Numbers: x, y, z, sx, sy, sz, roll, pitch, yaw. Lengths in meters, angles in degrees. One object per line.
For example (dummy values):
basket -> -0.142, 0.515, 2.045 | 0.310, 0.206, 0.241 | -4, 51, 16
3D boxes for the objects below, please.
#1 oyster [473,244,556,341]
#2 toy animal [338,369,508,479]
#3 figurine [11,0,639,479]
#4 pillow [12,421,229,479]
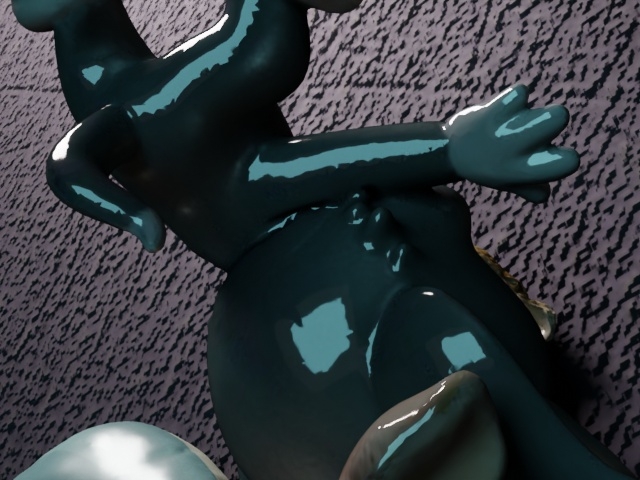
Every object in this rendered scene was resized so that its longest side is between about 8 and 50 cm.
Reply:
oyster -> 0.060, 0.027, 0.536 | 0.093, 0.034, 0.051 | 36, 106, 37
toy animal -> 0.031, 0.184, 0.349 | 0.166, 0.154, 0.250 | -32, 73, 14
figurine -> -0.004, 0.000, 0.446 | 0.193, 0.265, 0.140 | -29, 23, 47
pillow -> -0.097, 0.187, 0.536 | 0.233, 0.086, 0.214 | 25, 89, 49
